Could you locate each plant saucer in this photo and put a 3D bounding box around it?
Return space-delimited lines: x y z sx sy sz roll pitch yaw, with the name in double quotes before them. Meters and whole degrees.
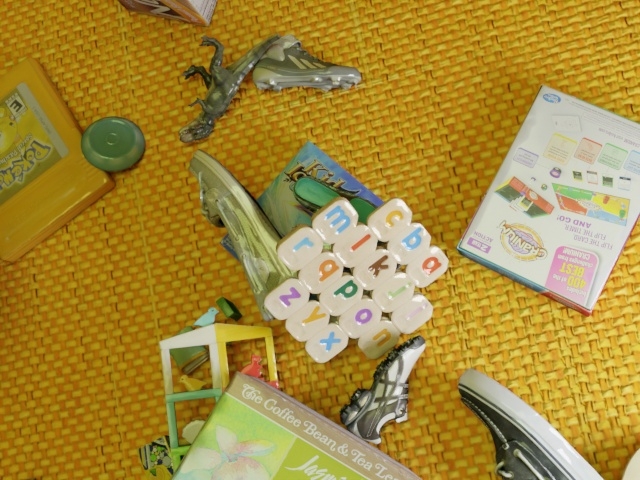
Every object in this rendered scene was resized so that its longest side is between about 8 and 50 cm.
"plant saucer" -0.391 -0.187 1.780 0.119 0.021 0.119 3 66 -7

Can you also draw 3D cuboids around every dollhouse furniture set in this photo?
"dollhouse furniture set" -0.209 0.166 1.661 0.152 0.058 0.076 -38 72 3

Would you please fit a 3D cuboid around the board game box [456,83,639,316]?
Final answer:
"board game box" 0.404 -0.069 1.561 0.242 0.064 0.316 27 85 18

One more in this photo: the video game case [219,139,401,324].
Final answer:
"video game case" 0.000 0.000 1.647 0.269 0.061 0.244 41 89 18

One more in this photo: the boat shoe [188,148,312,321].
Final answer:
"boat shoe" -0.136 -0.016 1.594 0.103 0.118 0.320 -36 79 0

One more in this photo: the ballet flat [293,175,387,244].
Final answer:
"ballet flat" 0.041 -0.049 1.583 0.188 0.070 0.070 34 87 14

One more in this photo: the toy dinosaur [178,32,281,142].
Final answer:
"toy dinosaur" -0.189 -0.305 1.747 0.118 0.064 0.268 44 106 13

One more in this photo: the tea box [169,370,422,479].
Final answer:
"tea box" -0.064 0.418 1.448 0.329 0.220 0.323 29 82 5

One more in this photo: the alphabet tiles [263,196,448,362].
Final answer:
"alphabet tiles" 0.059 0.066 1.538 0.278 0.284 0.021 -38 27 4

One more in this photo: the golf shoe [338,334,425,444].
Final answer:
"golf shoe" 0.121 0.247 1.564 0.094 0.077 0.198 40 94 4

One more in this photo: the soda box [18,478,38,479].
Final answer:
"soda box" -0.542 0.513 1.664 0.058 0.063 0.183 30 87 17

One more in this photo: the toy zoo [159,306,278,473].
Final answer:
"toy zoo" -0.165 0.258 1.595 0.192 0.030 0.293 -6 84 -6

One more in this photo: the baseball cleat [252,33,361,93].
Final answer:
"baseball cleat" -0.026 -0.325 1.719 0.206 0.072 0.109 1 78 13

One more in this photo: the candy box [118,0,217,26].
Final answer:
"candy box" -0.323 -0.499 1.701 0.183 0.316 0.087 15 83 16

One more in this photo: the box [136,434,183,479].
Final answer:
"box" -0.252 0.423 1.618 0.059 0.054 0.169 -27 72 6

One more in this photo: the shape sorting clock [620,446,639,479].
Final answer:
"shape sorting clock" 0.538 0.391 1.410 0.206 0.040 0.206 3 79 -15

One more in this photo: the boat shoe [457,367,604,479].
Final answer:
"boat shoe" 0.324 0.342 1.459 0.335 0.121 0.119 43 86 16

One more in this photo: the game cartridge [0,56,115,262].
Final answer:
"game cartridge" -0.589 -0.152 1.829 0.285 0.053 0.323 -37 71 4
